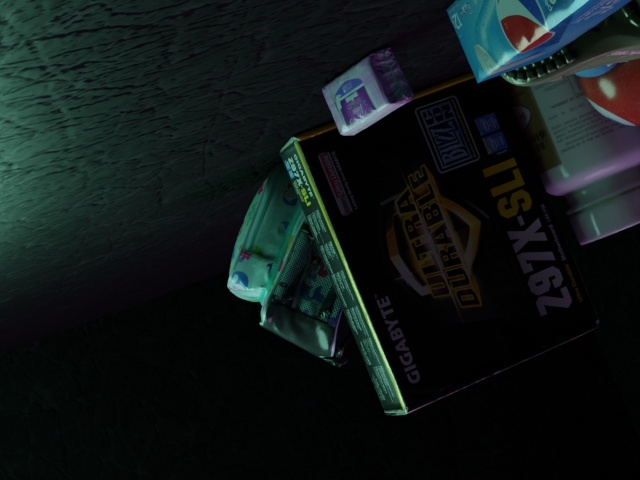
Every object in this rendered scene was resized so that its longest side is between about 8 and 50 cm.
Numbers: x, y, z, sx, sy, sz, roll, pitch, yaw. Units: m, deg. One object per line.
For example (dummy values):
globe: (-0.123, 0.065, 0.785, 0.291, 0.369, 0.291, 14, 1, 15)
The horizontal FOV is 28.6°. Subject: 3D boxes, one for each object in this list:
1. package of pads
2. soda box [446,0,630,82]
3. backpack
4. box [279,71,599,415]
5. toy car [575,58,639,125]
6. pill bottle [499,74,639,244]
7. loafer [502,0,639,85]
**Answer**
package of pads: (0.040, -0.127, 1.080, 0.032, 0.050, 0.083, -20, 176, -36)
soda box: (0.167, -0.180, 0.899, 0.071, 0.067, 0.210, -22, 176, -17)
backpack: (0.000, 0.000, 1.530, 0.254, 0.191, 0.225, -62, 180, -4)
box: (0.134, -0.002, 1.400, 0.257, 0.322, 0.079, -21, 178, -19)
toy car: (0.369, -0.125, 1.225, 0.210, 0.238, 0.219, -24, 157, 34)
pill bottle: (0.301, -0.119, 1.436, 0.131, 0.229, 0.131, -22, 177, -1)
loafer: (0.272, -0.203, 1.054, 0.268, 0.102, 0.092, -13, -176, 35)
